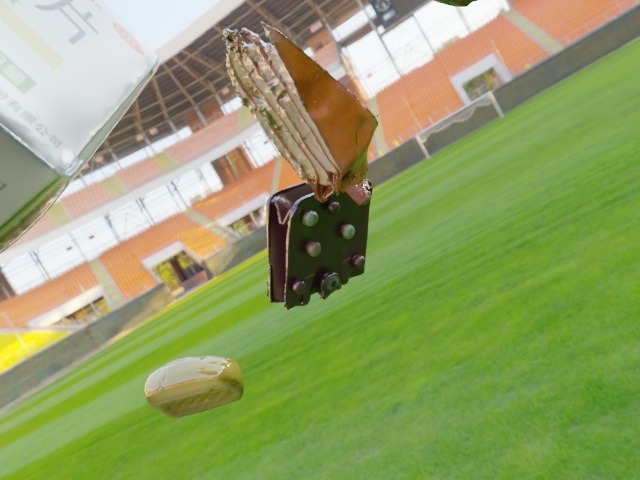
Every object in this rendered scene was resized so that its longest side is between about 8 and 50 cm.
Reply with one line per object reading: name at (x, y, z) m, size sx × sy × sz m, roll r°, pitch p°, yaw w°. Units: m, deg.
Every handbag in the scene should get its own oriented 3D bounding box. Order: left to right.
handbag at (0.002, 0.001, 0.933) m, size 0.203 × 0.216 × 0.074 m, roll -21°, pitch 33°, yaw -40°

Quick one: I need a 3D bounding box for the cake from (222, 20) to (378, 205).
cake at (-0.017, -0.180, 0.735) m, size 0.098 × 0.287 × 0.135 m, roll 2°, pitch 49°, yaw 52°

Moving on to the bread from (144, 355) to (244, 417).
bread at (-0.149, 0.167, 0.648) m, size 0.115 × 0.056 × 0.082 m, roll -19°, pitch -39°, yaw 8°

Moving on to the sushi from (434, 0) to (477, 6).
sushi at (0.205, -0.486, 0.807) m, size 0.213 × 0.200 × 0.204 m, roll -42°, pitch 23°, yaw 32°

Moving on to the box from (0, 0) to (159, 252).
box at (-0.274, -0.150, 0.293) m, size 0.145 × 0.333 × 0.173 m, roll -32°, pitch 28°, yaw 23°
